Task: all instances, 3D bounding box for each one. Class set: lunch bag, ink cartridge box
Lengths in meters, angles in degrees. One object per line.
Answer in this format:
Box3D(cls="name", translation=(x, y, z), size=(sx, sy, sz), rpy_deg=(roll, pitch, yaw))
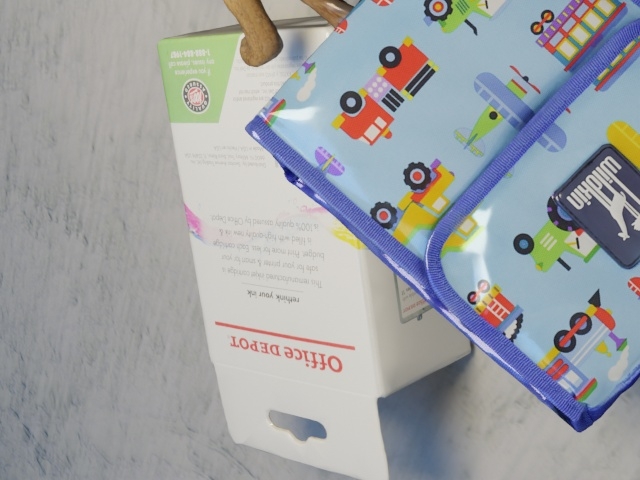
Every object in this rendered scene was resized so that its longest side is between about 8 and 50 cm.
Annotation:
Box3D(cls="lunch bag", translation=(0.141, -0.043, 0.743), size=(0.293, 0.138, 0.221), rpy_deg=(42, 89, 16))
Box3D(cls="ink cartridge box", translation=(0.000, 0.000, 0.974), size=(0.207, 0.119, 0.354), rpy_deg=(6, 109, 45))

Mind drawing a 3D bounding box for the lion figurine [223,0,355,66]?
Box3D(cls="lion figurine", translation=(-0.104, -0.292, 0.861), size=(0.392, 0.142, 0.240), rpy_deg=(36, 156, 48))
